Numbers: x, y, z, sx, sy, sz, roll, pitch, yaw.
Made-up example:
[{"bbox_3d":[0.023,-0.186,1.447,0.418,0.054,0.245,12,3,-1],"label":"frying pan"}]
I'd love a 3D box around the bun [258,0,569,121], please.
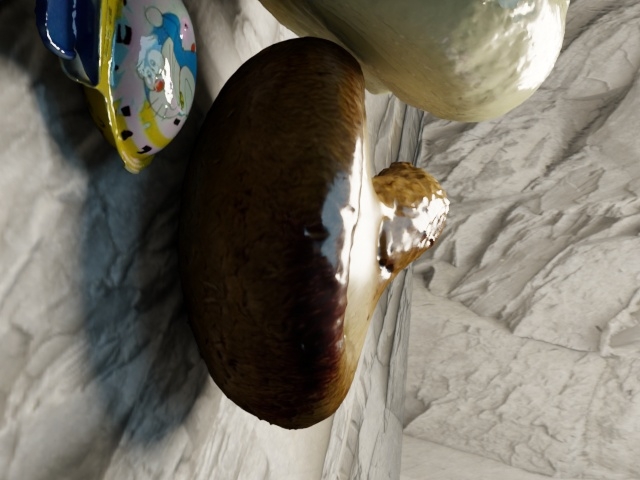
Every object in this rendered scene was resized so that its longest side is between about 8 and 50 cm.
[{"bbox_3d":[0.075,-0.267,0.923,0.219,0.365,0.365,-55,166,-1],"label":"bun"}]

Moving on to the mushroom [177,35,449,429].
[{"bbox_3d":[-0.025,0.001,0.923,0.345,0.239,0.345,47,34,-46],"label":"mushroom"}]

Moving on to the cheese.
[{"bbox_3d":[-0.133,-0.128,0.677,0.250,0.064,0.157,32,60,-79],"label":"cheese"}]
